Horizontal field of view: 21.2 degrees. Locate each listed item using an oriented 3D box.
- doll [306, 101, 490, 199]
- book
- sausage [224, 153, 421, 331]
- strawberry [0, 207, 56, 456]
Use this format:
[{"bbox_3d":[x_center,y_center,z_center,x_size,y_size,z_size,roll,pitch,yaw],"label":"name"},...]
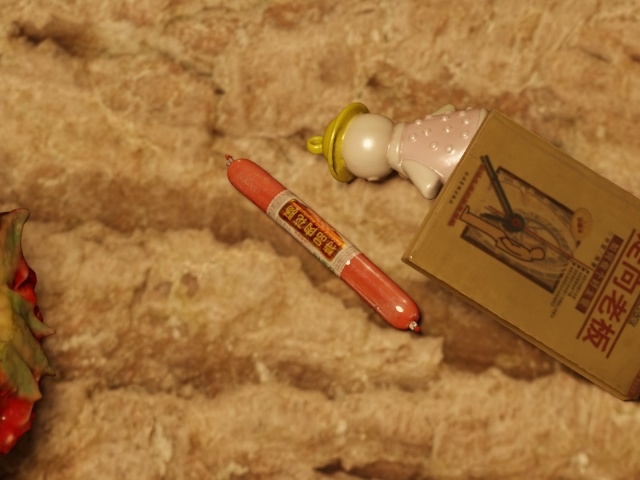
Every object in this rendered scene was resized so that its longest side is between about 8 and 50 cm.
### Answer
[{"bbox_3d":[0.088,-0.081,1.534,0.207,0.081,0.129,4,40,13],"label":"doll"},{"bbox_3d":[0.204,0.013,1.463,0.231,0.026,0.161,32,76,-4],"label":"book"},{"bbox_3d":[0.000,0.000,1.544,0.253,0.034,0.034,40,79,22],"label":"sausage"},{"bbox_3d":[-0.421,0.062,1.445,0.345,0.317,0.295,-6,54,21],"label":"strawberry"}]
